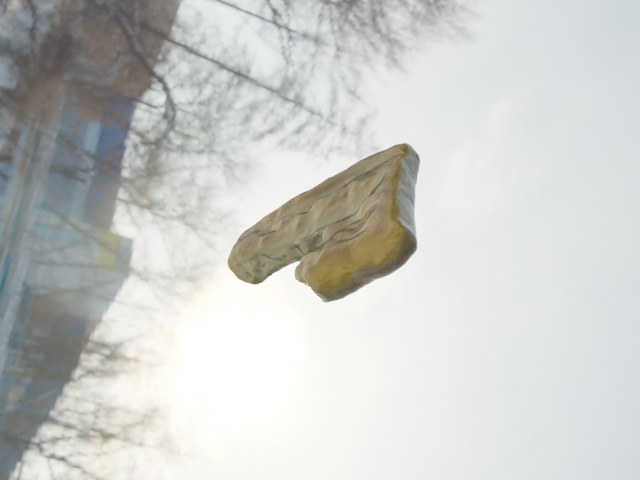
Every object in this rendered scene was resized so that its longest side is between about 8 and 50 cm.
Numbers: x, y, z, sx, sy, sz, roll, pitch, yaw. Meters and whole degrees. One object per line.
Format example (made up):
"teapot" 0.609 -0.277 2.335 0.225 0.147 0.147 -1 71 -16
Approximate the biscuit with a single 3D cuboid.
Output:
"biscuit" 0.000 0.000 0.770 0.174 0.039 0.183 -29 -160 14
